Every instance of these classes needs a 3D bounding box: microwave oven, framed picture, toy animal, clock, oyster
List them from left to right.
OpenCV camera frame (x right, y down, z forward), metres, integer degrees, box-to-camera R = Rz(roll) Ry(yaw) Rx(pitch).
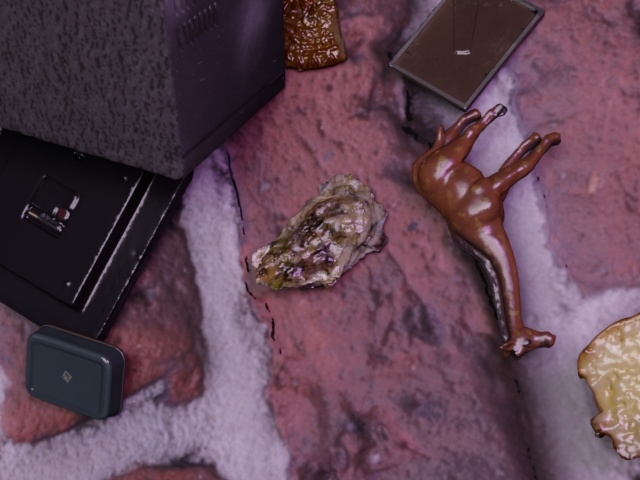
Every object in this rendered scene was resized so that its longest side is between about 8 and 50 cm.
[{"bbox_3d":[-0.321,-0.039,1.169,0.279,0.049,0.273,26,87,22],"label":"clock"},{"bbox_3d":[-0.281,-0.307,1.035,0.432,0.374,0.236,16,40,21],"label":"microwave oven"},{"bbox_3d":[0.002,0.002,1.051,0.108,0.053,0.166,42,86,12],"label":"oyster"},{"bbox_3d":[0.163,-0.225,1.057,0.109,0.011,0.149,36,80,22],"label":"framed picture"},{"bbox_3d":[0.182,-0.016,0.982,0.224,0.066,0.230,29,78,21],"label":"toy animal"}]

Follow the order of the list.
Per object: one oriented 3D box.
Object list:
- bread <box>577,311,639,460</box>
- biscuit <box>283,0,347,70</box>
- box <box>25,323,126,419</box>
[{"bbox_3d":[0.357,0.117,0.856,0.229,0.139,0.143,-20,71,21],"label":"bread"},{"bbox_3d":[-0.042,-0.291,1.145,0.126,0.025,0.206,-18,72,14],"label":"biscuit"},{"bbox_3d":[-0.288,0.155,1.105,0.126,0.031,0.091,15,108,21],"label":"box"}]
